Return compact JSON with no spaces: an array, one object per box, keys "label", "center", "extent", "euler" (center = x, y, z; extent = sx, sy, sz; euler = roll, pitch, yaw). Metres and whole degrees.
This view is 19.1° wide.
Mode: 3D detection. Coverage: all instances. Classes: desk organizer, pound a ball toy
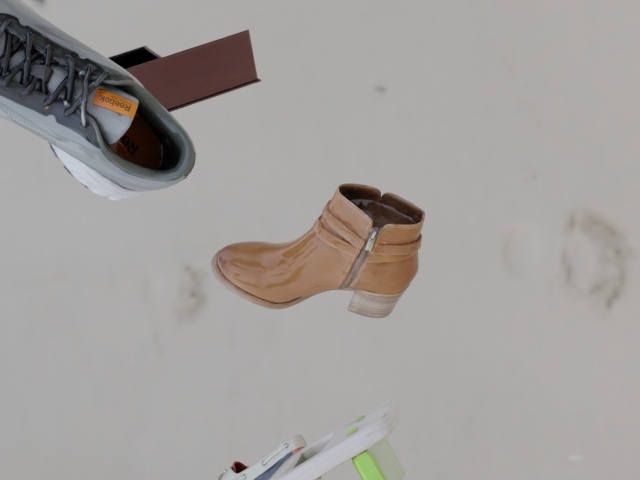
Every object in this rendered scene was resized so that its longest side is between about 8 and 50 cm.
[{"label":"desk organizer","center":[-0.123,-0.149,1.666],"extent":[0.047,0.130,0.050],"euler":[37,142,56]},{"label":"pound a ball toy","center":[0.039,0.219,1.129],"extent":[0.208,0.135,0.319],"euler":[58,-178,3]}]

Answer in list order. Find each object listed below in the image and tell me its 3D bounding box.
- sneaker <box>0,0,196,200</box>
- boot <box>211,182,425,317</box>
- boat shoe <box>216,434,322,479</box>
[{"label":"sneaker","center":[-0.203,-0.122,1.446],"extent":[0.108,0.271,0.100],"euler":[4,66,55]},{"label":"boot","center":[0.000,0.000,1.835],"extent":[0.152,0.197,0.073],"euler":[107,168,-52]},{"label":"boat shoe","center":[-0.054,0.186,1.443],"extent":[0.137,0.049,0.043],"euler":[-28,82,40]}]
